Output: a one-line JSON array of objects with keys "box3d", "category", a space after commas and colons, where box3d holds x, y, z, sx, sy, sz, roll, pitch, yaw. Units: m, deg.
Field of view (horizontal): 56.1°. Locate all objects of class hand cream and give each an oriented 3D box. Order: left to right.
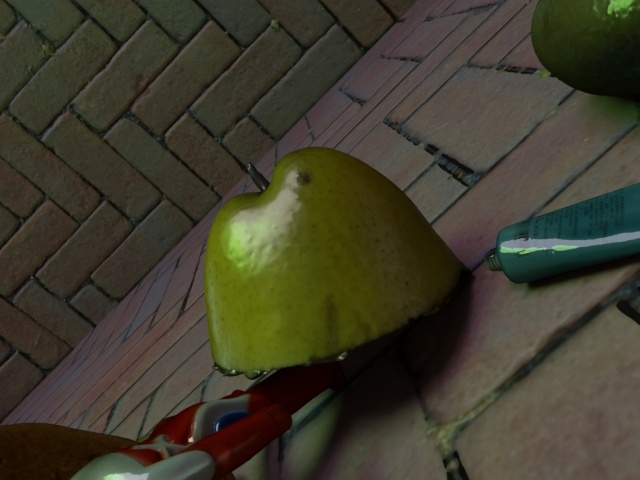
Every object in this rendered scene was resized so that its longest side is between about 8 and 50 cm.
[{"box3d": [0.223, -0.015, 0.443, 0.224, 0.048, 0.083, -23, 28, 42], "category": "hand cream"}]

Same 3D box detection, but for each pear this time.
[{"box3d": [-0.002, 0.001, 0.573, 0.267, 0.177, 0.267, -15, 13, 4], "category": "pear"}]

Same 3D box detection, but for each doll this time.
[{"box3d": [-0.123, 0.182, 0.475, 0.188, 0.099, 0.384, -33, -10, 30], "category": "doll"}]

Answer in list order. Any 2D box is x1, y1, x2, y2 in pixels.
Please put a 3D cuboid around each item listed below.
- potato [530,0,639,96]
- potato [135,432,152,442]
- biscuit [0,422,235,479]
[{"box3d": [0.284, -0.212, 0.547, 0.175, 0.159, 0.251, -24, 6, -5], "category": "potato"}, {"box3d": [-0.205, 0.305, 0.654, 0.138, 0.098, 0.243, -34, 21, 33], "category": "potato"}, {"box3d": [-0.210, 0.251, 0.508, 0.262, 0.277, 0.052, -123, 49, -75], "category": "biscuit"}]
